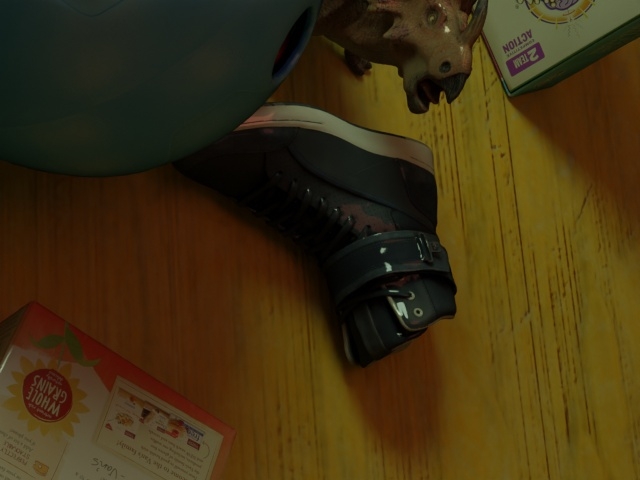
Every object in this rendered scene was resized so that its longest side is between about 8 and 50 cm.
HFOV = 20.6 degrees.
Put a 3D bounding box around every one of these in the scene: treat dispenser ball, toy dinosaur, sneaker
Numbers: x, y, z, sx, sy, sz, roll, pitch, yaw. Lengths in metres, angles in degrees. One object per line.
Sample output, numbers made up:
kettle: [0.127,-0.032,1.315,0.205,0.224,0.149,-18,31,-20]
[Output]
treat dispenser ball: [-0.136,-0.180,1.039,0.288,0.288,0.288,16,61,-32]
toy dinosaur: [0.011,-0.220,1.230,0.127,0.200,0.295,-33,92,-42]
sneaker: [0.002,-0.001,1.201,0.226,0.086,0.163,9,62,-36]

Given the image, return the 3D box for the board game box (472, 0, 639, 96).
board game box: [0.184,-0.305,1.378,0.064,0.242,0.316,-17,82,-43]

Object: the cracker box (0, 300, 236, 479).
cracker box: [-0.160,0.173,1.010,0.156,0.067,0.232,36,51,-20]
